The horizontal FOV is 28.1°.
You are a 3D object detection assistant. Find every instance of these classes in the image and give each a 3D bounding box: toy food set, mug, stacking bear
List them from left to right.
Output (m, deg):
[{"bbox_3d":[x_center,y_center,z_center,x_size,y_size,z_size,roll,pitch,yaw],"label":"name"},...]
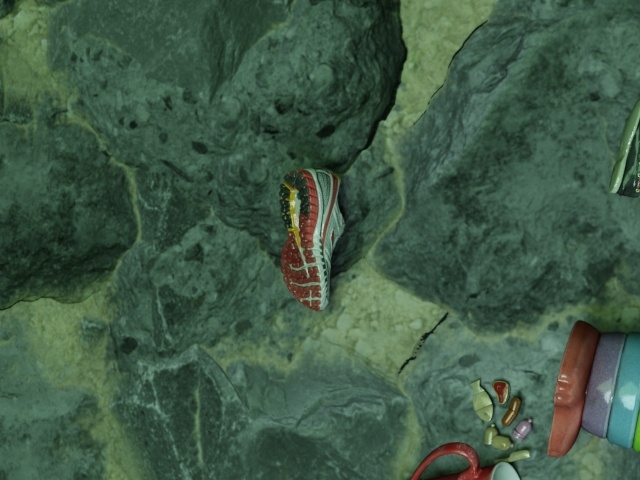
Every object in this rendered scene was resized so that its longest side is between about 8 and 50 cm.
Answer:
[{"bbox_3d":[0.187,0.361,1.804,0.169,0.113,0.150,-16,79,31],"label":"mug"},{"bbox_3d":[0.261,0.252,1.812,0.078,0.019,0.122,-19,74,26],"label":"toy food set"},{"bbox_3d":[0.453,0.208,1.636,0.289,0.164,0.175,12,136,16],"label":"stacking bear"}]

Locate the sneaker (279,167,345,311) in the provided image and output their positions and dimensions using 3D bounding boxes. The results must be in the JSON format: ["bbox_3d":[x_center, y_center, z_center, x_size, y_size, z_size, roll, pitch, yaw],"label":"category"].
[{"bbox_3d":[0.000,0.000,1.908,0.088,0.092,0.225,22,119,44],"label":"sneaker"}]

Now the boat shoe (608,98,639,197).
[{"bbox_3d":[0.422,-0.123,1.712,0.042,0.049,0.133,14,90,-1],"label":"boat shoe"}]
